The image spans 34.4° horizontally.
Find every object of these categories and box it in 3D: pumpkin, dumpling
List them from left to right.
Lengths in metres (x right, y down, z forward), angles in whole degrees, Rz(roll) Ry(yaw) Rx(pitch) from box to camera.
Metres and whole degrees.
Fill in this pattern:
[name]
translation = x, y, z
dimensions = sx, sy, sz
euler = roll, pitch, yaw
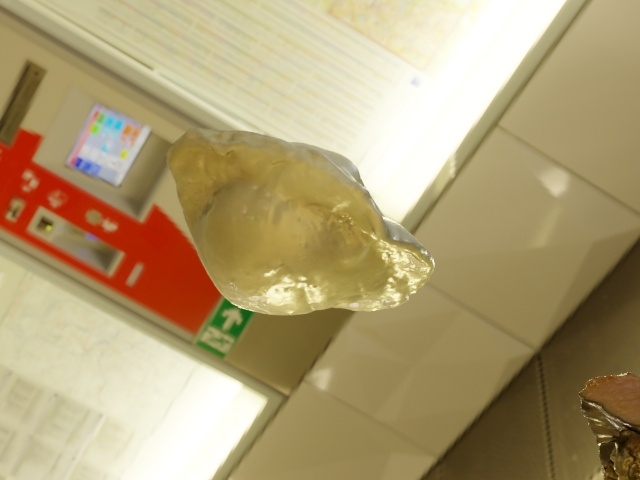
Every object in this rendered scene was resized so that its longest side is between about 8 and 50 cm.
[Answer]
[dumpling]
translation = 0.000, 0.000, 0.797
dimensions = 0.179, 0.252, 0.132
euler = -1, -126, 32
[pumpkin]
translation = 0.188, 0.118, 0.588
dimensions = 0.054, 0.074, 0.083
euler = -37, -152, -19
